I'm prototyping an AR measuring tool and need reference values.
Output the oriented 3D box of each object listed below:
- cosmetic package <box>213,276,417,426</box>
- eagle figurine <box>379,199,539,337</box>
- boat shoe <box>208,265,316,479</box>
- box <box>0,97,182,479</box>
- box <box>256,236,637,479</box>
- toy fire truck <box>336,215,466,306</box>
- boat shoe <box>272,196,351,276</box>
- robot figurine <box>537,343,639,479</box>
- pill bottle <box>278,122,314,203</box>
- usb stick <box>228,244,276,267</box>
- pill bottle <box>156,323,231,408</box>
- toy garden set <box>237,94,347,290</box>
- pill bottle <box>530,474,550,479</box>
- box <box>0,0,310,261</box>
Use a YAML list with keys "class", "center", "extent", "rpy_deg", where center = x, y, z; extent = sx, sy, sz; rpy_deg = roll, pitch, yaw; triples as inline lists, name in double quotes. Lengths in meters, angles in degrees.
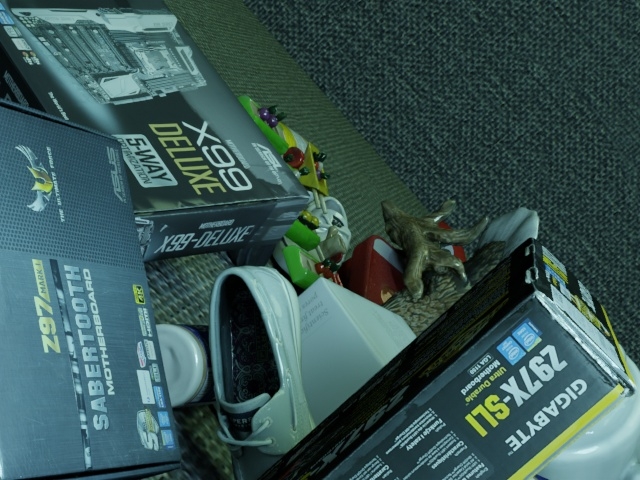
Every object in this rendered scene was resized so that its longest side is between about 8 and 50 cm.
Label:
- class: "cosmetic package"
  center: [0.025, 0.152, 1.083]
  extent: [0.151, 0.151, 0.183]
  rpy_deg: [54, 12, 29]
- class: "eagle figurine"
  center: [0.127, 0.104, 1.329]
  extent: [0.225, 0.226, 0.298]
  rpy_deg: [9, -52, 36]
- class: "boat shoe"
  center: [-0.050, 0.129, 0.921]
  extent: [0.081, 0.079, 0.228]
  rpy_deg: [18, 62, -62]
- class: "box"
  center: [-0.173, 0.035, 0.727]
  extent: [0.183, 0.059, 0.233]
  rpy_deg: [14, 60, -63]
- class: "box"
  center: [0.036, 0.140, 0.736]
  extent: [0.079, 0.322, 0.257]
  rpy_deg: [47, 11, 0]
- class: "toy fire truck"
  center: [0.140, 0.136, 1.628]
  extent: [0.302, 0.169, 0.254]
  rpy_deg: [42, 37, -26]
- class: "boat shoe"
  center: [0.000, 0.000, 1.635]
  extent: [0.096, 0.088, 0.267]
  rpy_deg: [42, 13, -4]
- class: "robot figurine"
  center: [0.285, 0.249, 1.437]
  extent: [0.300, 0.199, 0.353]
  rpy_deg: [38, -30, 38]
- class: "pill bottle"
  center: [-0.078, -0.107, 1.647]
  extent: [0.117, 0.117, 0.208]
  rpy_deg: [53, 13, 24]
- class: "usb stick"
  center: [-0.133, -0.077, 1.461]
  extent: [0.045, 0.077, 0.278]
  rpy_deg: [-3, 46, -38]
- class: "pill bottle"
  center: [-0.104, 0.102, 0.981]
  extent: [0.067, 0.067, 0.120]
  rpy_deg: [52, 12, 16]
- class: "toy garden set"
  center: [-0.012, -0.045, 1.473]
  extent: [0.204, 0.049, 0.244]
  rpy_deg: [36, 32, -65]
- class: "pill bottle"
  center: [0.205, 0.314, 1.218]
  extent: [0.264, 0.153, 0.153]
  rpy_deg: [33, 19, -54]
- class: "box"
  center: [-0.187, -0.117, 1.156]
  extent: [0.242, 0.076, 0.307]
  rpy_deg: [-7, 53, -46]
